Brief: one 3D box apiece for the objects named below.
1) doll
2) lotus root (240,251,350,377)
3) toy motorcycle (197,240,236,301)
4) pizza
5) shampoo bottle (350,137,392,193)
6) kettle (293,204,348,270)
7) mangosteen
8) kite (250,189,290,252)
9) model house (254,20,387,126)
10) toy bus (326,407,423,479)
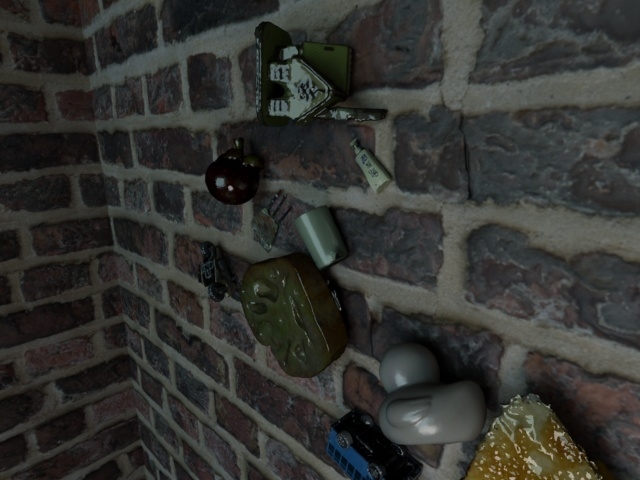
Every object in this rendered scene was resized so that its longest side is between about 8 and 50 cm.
[{"bbox_3d":[0.221,0.319,0.855,0.251,0.221,0.220,-27,81,49],"label":"doll"},{"bbox_3d":[-0.084,0.201,1.152,0.391,0.111,0.374,33,126,36],"label":"lotus root"},{"bbox_3d":[-0.371,0.115,1.441,0.094,0.130,0.228,-26,68,23],"label":"toy motorcycle"},{"bbox_3d":[0.412,0.529,0.748,0.434,0.080,0.391,55,133,21],"label":"pizza"},{"bbox_3d":[0.110,-0.176,0.930,0.141,0.034,0.049,58,139,19],"label":"shampoo bottle"},{"bbox_3d":[-0.003,0.001,1.046,0.127,0.098,0.147,-32,81,39],"label":"kettle"},{"bbox_3d":[-0.257,-0.194,1.207,0.184,0.173,0.172,-45,67,21],"label":"mangosteen"},{"bbox_3d":[-0.150,-0.061,1.237,0.127,0.016,0.229,57,136,14],"label":"kite"},{"bbox_3d":[0.017,-0.365,0.904,0.279,0.205,0.218,6,108,13],"label":"model house"},{"bbox_3d":[0.134,0.572,1.047,0.234,0.116,0.133,31,121,38],"label":"toy bus"}]
